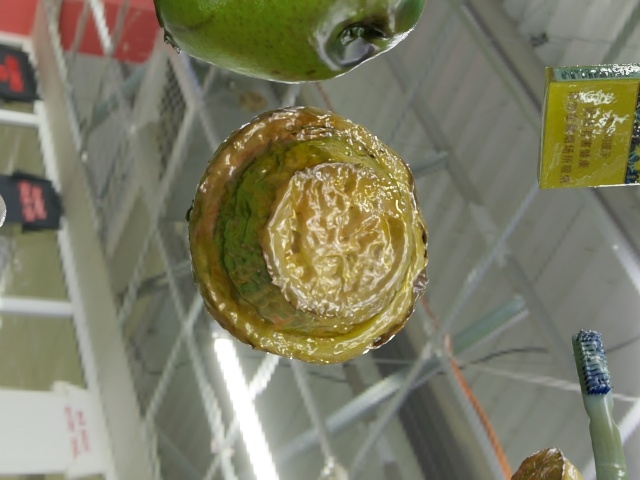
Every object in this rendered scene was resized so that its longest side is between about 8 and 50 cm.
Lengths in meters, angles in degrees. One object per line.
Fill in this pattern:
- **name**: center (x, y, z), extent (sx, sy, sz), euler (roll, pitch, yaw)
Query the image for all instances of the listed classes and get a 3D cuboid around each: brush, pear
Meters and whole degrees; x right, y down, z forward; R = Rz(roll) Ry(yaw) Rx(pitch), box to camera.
- **brush**: center (0.294, 0.174, 1.226), extent (0.030, 0.033, 0.179), euler (106, -17, -56)
- **pear**: center (-0.024, -0.274, 1.249), extent (0.255, 0.238, 0.164), euler (34, -23, 32)

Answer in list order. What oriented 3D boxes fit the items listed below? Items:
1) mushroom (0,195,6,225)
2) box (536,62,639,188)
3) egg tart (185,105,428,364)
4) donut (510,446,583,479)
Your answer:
- **mushroom**: center (-0.400, -0.028, 1.320), extent (0.085, 0.085, 0.079), euler (124, -25, -43)
- **box**: center (0.387, -0.131, 1.319), extent (0.041, 0.279, 0.153), euler (-88, 175, -47)
- **egg tart**: center (0.000, 0.000, 1.230), extent (0.118, 0.288, 0.288), euler (-169, -94, -67)
- **donut**: center (0.292, 0.352, 1.557), extent (0.152, 0.058, 0.152), euler (-50, -169, 14)
